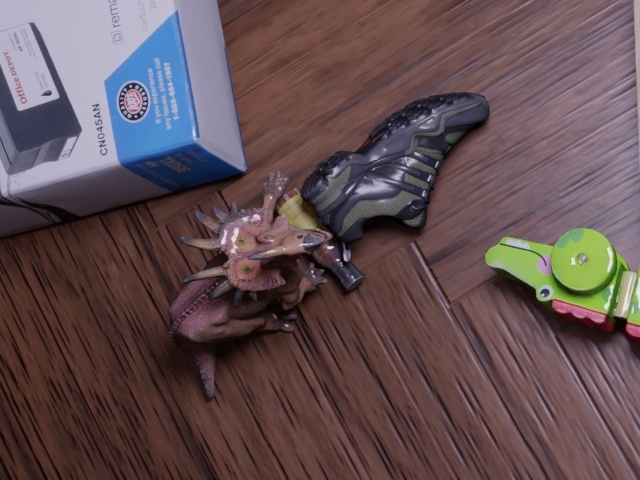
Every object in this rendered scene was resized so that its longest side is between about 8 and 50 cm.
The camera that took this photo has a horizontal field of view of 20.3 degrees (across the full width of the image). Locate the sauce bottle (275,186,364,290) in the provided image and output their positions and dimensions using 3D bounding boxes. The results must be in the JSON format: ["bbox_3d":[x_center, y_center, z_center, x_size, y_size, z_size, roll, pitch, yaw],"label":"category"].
[{"bbox_3d":[0.000,0.000,1.959,0.042,0.042,0.128,-40,76,7],"label":"sauce bottle"}]

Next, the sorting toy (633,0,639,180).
[{"bbox_3d":[0.457,-0.142,1.825,0.255,0.089,0.257,-3,81,15],"label":"sorting toy"}]

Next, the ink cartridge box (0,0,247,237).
[{"bbox_3d":[-0.311,-0.176,2.003,0.395,0.166,0.285,-15,77,15],"label":"ink cartridge box"}]

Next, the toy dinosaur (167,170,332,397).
[{"bbox_3d":[-0.096,0.050,1.878,0.127,0.200,0.295,42,117,11],"label":"toy dinosaur"}]

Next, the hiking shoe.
[{"bbox_3d":[0.094,-0.074,1.931,0.227,0.086,0.114,-31,106,-3],"label":"hiking shoe"}]

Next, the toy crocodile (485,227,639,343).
[{"bbox_3d":[0.332,0.064,1.813,0.341,0.115,0.105,14,81,17],"label":"toy crocodile"}]
